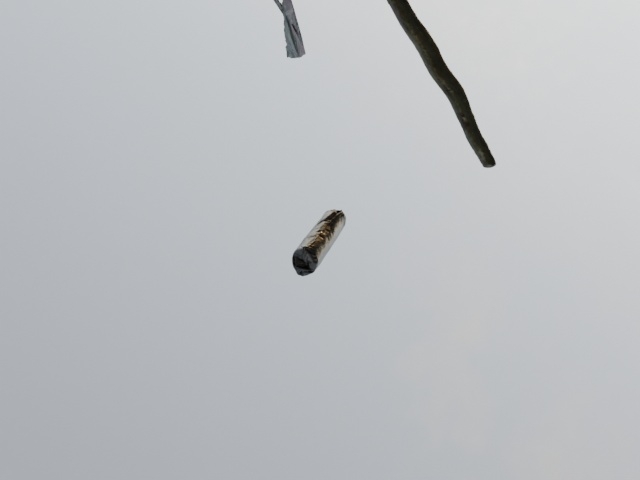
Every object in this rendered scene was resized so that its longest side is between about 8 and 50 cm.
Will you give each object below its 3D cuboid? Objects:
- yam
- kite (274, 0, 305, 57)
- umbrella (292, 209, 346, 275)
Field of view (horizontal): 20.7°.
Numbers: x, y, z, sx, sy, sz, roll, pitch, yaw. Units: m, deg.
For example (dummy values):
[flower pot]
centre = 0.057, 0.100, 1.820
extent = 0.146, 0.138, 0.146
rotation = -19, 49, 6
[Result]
[yam]
centre = 0.140, -0.186, 1.997
extent = 0.027, 0.029, 0.234
rotation = -30, -86, -3
[kite]
centre = -0.040, -0.250, 1.880
extent = 0.005, 0.137, 0.152
rotation = -17, -130, -12
[umbrella]
centre = 0.001, -0.001, 1.891
extent = 0.031, 0.036, 0.133
rotation = 51, -154, -8
